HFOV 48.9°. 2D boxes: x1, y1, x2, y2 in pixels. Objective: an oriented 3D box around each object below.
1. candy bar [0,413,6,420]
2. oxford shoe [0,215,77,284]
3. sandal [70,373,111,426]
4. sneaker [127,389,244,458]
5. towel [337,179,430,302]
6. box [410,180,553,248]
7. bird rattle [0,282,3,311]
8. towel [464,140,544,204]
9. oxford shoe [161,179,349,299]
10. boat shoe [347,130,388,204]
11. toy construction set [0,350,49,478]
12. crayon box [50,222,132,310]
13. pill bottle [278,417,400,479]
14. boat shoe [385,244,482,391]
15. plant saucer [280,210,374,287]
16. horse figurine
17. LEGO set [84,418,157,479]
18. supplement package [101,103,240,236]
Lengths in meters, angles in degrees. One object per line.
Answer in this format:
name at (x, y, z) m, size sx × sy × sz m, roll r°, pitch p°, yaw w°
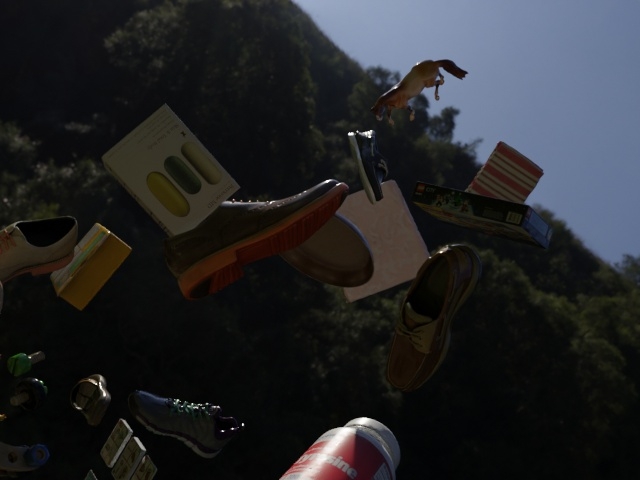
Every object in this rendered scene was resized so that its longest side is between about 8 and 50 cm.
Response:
candy bar at (-0.853, 0.430, 1.744) m, size 0.161 × 0.040 × 0.018 m, roll 39°, pitch 44°, yaw -56°
oxford shoe at (-0.750, 0.024, 1.626) m, size 0.140 × 0.397 × 0.146 m, roll 49°, pitch -47°, yaw 15°
sandal at (-0.488, 0.328, 1.463) m, size 0.060 × 0.089 × 0.219 m, roll 26°, pitch -5°, yaw -23°
sneaker at (-0.245, 0.316, 1.297) m, size 0.224 × 0.098 × 0.083 m, roll 40°, pitch 17°, yaw -35°
towel at (0.164, 0.002, 2.257) m, size 0.053 × 0.317 × 0.331 m, roll 116°, pitch -48°, yaw -74°
box at (0.311, -0.049, 1.358) m, size 0.233 × 0.044 × 0.159 m, roll 17°, pitch -4°, yaw 36°
bird rattle at (-0.755, 0.109, 1.424) m, size 0.143 × 0.207 × 0.253 m, roll -15°, pitch -105°, yaw 58°
towel at (0.427, -0.122, 1.686) m, size 0.144 × 0.197 × 0.029 m, roll 30°, pitch 11°, yaw -18°
oxford shoe at (-0.116, -0.037, 1.287) m, size 0.132 × 0.364 × 0.130 m, roll 55°, pitch -19°, yaw 19°
boat shoe at (0.150, -0.226, 2.058) m, size 0.114 × 0.091 × 0.302 m, roll 75°, pitch 1°, yaw -49°
toy construction set at (-0.661, 0.331, 1.225) m, size 0.309 × 0.237 × 0.257 m, roll 2°, pitch -77°, yaw 26°
crayon box at (-0.612, 0.067, 1.869) m, size 0.083 × 0.203 × 0.323 m, roll 42°, pitch -11°, yaw -21°
pill bottle at (0.040, 0.595, 1.687) m, size 0.229 × 0.408 × 0.228 m, roll 8°, pitch -73°, yaw 26°
boat shoe at (0.204, 0.152, 1.415) m, size 0.123 × 0.323 × 0.120 m, roll 30°, pitch 15°, yaw 35°
plant saucer at (0.000, 0.000, 1.745) m, size 0.311 × 0.050 × 0.310 m, roll 22°, pitch -32°, yaw 14°
horse figurine at (0.243, -0.382, 1.781) m, size 0.066 × 0.263 × 0.174 m, roll 56°, pitch 7°, yaw 25°
LEGO set at (-0.371, 0.470, 1.253) m, size 0.060 × 0.244 × 0.182 m, roll 33°, pitch -4°, yaw -38°
supplement package at (-0.366, -0.156, 1.724) m, size 0.262 × 0.199 × 0.198 m, roll 49°, pitch -11°, yaw -9°
